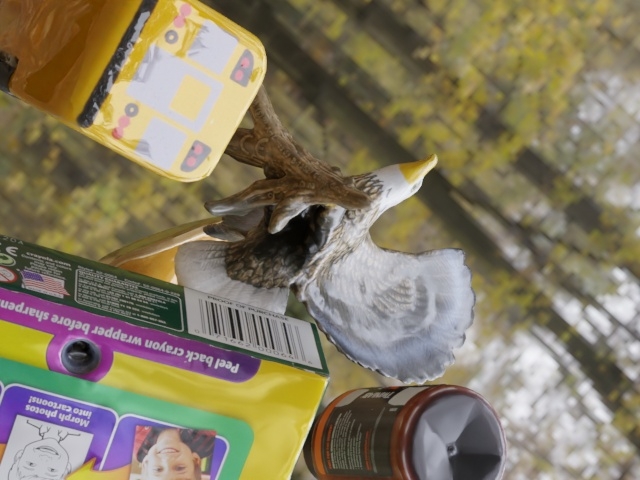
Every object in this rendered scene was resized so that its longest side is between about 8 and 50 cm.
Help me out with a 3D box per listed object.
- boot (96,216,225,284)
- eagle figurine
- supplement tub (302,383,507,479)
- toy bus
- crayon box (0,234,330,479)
[{"bbox_3d":[-0.183,0.118,1.738,0.295,0.211,0.104,-28,-171,-22],"label":"boot"},{"bbox_3d":[0.011,-0.003,1.459,0.298,0.225,0.226,67,22,-66],"label":"eagle figurine"},{"bbox_3d":[0.060,0.173,1.416,0.106,0.106,0.198,-52,-161,-23],"label":"supplement tub"},{"bbox_3d":[-0.168,-0.139,1.147,0.108,0.130,0.332,-62,-150,1],"label":"toy bus"},{"bbox_3d":[-0.217,0.170,1.282,0.106,0.363,0.313,-107,-144,-66],"label":"crayon box"}]
